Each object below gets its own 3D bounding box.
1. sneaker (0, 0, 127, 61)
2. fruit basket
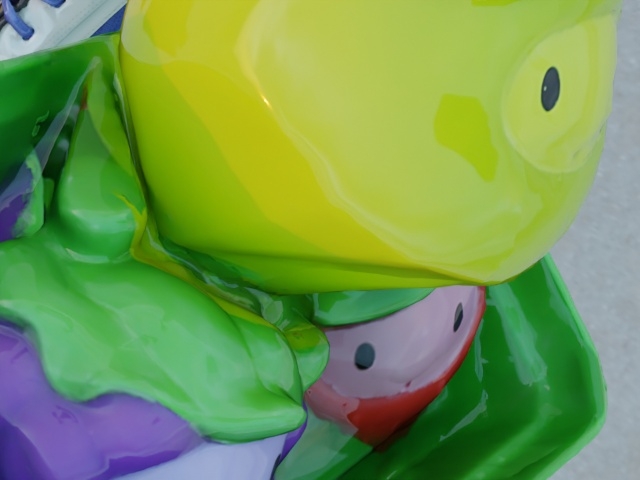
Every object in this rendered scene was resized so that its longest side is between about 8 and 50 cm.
[{"bbox_3d":[-0.103,-0.161,0.769,0.182,0.127,0.315,-17,140,-12],"label":"sneaker"},{"bbox_3d":[0.000,0.000,0.560,0.392,0.392,0.283,-26,91,-13],"label":"fruit basket"}]
